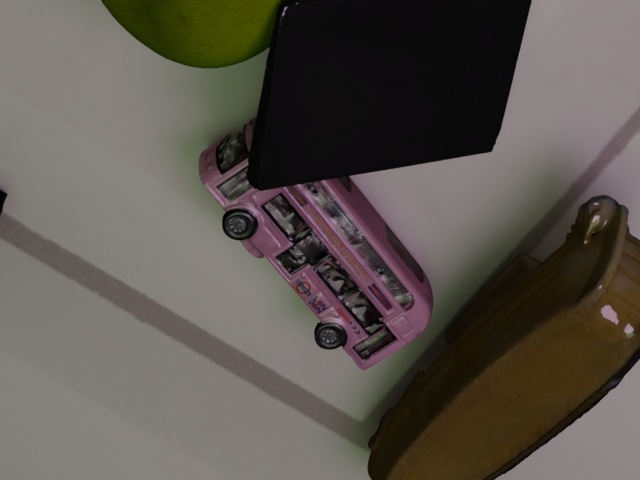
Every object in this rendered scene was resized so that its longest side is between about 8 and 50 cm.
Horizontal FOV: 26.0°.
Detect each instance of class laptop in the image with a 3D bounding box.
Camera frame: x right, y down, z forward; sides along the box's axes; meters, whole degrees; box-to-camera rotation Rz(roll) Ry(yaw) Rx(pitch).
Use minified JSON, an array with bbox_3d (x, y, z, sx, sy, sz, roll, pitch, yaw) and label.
[{"bbox_3d":[0.047,-0.104,0.899,0.197,0.016,0.135,-10,128,-30],"label":"laptop"}]

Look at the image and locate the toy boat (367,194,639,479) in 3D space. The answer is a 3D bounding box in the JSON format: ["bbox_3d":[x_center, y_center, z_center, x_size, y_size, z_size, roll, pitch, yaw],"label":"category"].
[{"bbox_3d":[0.133,0.088,1.000,0.089,0.121,0.321,29,130,-13],"label":"toy boat"}]

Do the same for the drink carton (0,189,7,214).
[{"bbox_3d":[-0.299,0.019,1.017,0.071,0.056,0.166,27,117,-21],"label":"drink carton"}]

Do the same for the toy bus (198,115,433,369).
[{"bbox_3d":[0.000,0.000,0.990,0.090,0.063,0.203,-33,114,15],"label":"toy bus"}]

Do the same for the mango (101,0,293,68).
[{"bbox_3d":[-0.062,-0.222,0.809,0.185,0.149,0.273,-11,131,-42],"label":"mango"}]
